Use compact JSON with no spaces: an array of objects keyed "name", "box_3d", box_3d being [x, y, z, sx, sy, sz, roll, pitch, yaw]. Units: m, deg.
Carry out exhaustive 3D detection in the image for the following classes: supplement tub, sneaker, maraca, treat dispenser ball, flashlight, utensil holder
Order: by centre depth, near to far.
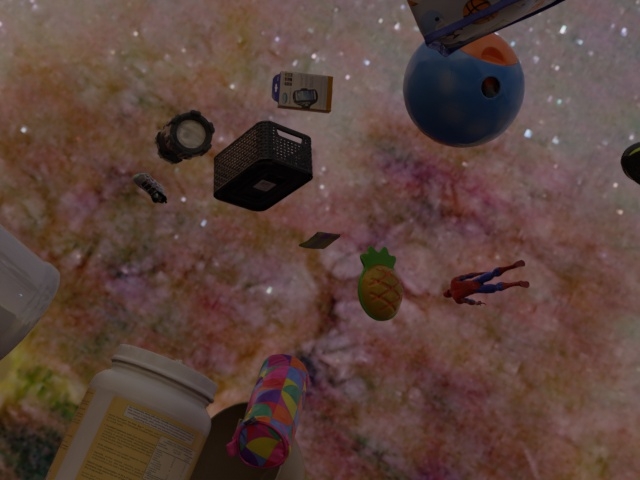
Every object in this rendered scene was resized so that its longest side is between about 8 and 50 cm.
[{"name":"supplement tub","box_3d":[-0.344,0.381,1.611,0.240,0.332,0.241,20,-18,7]},{"name":"sneaker","box_3d":[0.698,-0.180,1.778,0.121,0.299,0.111,39,-49,46]},{"name":"flashlight","box_3d":[-0.308,-0.217,1.952,0.103,0.103,0.304,38,-13,-13]},{"name":"utensil holder","box_3d":[-0.841,0.065,1.979,0.385,0.328,0.327,48,-23,-27]},{"name":"sneaker","box_3d":[-0.387,-0.114,2.041,0.098,0.038,0.069,30,21,-52]},{"name":"treat dispenser ball","box_3d":[0.340,-0.364,2.108,0.288,0.288,0.288,27,-17,9]},{"name":"maraca","box_3d":[0.145,0.105,2.167,0.127,0.186,0.099,5,-14,-33]}]

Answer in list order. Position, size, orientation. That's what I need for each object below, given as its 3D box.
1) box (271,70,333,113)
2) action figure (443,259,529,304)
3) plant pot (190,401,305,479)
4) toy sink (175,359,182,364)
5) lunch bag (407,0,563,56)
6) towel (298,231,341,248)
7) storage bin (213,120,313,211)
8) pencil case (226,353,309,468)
[{"name":"box","box_3d":[-0.042,-0.332,1.976,0.136,0.081,0.028,5,-6,-8]},{"name":"action figure","box_3d":[0.480,0.126,2.512,0.139,0.092,0.280,3,-16,-45]},{"name":"plant pot","box_3d":[-0.143,0.529,1.970,0.284,0.284,0.191,12,-24,45]},{"name":"toy sink","box_3d":[-0.384,0.400,1.993,0.131,0.234,0.153,3,27,-7]},{"name":"lunch bag","box_3d":[0.323,-0.561,1.589,0.328,0.385,0.239,66,20,2]},{"name":"towel","box_3d":[0.000,0.000,1.827,0.060,0.009,0.083,-36,-24,34]},{"name":"storage bin","box_3d":[-0.109,-0.135,1.654,0.122,0.085,0.180,17,-32,-35]},{"name":"pencil case","box_3d":[-0.084,0.288,1.512,0.104,0.104,0.236,30,23,-2]}]
